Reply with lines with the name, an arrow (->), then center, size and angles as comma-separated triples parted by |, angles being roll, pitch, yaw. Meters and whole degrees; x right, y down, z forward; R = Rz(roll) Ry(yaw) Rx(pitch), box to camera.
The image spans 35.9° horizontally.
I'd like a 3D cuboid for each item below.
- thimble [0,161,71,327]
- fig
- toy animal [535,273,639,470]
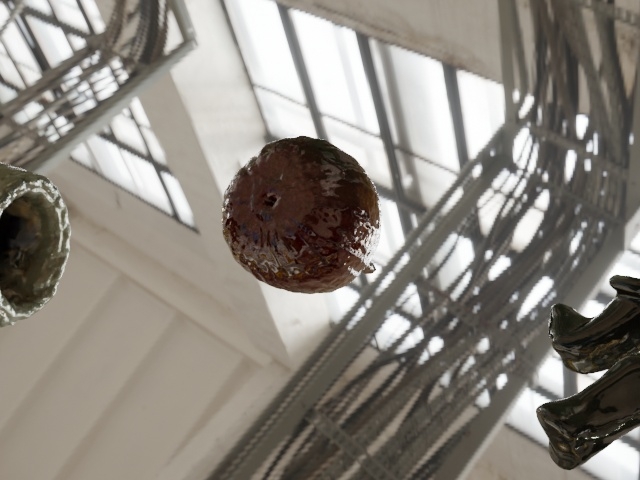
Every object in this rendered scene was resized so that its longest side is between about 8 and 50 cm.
thimble -> -0.247, -0.003, 0.720 | 0.090, 0.115, 0.102 | 16, -167, 22
fig -> -0.013, -0.003, 0.721 | 0.119, 0.153, 0.119 | -1, -123, 1
toy animal -> 0.177, 0.079, 0.390 | 0.146, 0.114, 0.245 | -40, -137, 6
